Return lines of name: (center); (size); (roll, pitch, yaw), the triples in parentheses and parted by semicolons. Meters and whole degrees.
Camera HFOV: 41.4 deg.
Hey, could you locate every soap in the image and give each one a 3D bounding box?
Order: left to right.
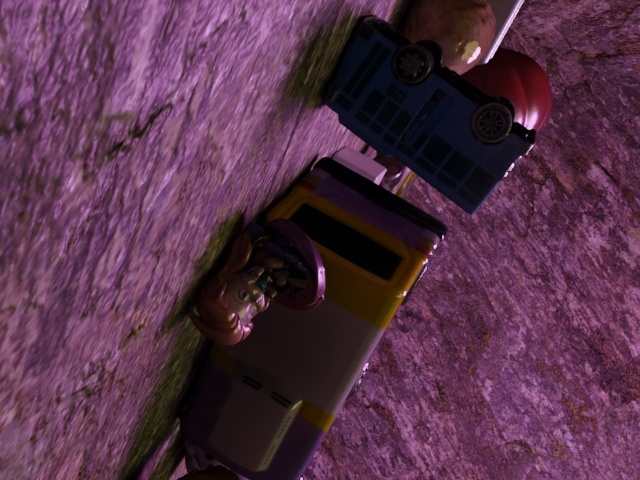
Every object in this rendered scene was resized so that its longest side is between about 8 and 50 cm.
soap: (0.287, -0.418, 1.482); (0.198, 0.119, 0.066); (-62, 171, 23)

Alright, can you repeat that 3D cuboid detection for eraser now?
eraser: (-0.001, 0.000, 1.349); (0.298, 0.076, 0.078); (-63, 172, 22)

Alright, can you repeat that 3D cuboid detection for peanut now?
peanut: (0.185, -0.305, 1.231); (0.137, 0.122, 0.253); (-19, -166, 25)

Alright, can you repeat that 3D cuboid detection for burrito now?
burrito: (0.079, -0.076, 1.500); (0.309, 0.096, 0.066); (-52, 143, -40)

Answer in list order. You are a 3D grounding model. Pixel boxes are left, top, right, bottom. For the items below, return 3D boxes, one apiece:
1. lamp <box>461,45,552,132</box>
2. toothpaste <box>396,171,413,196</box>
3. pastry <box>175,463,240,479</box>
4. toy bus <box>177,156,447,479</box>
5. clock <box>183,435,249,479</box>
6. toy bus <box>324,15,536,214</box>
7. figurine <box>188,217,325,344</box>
lamp: (0.313, -0.266, 1.711); (0.303, 0.257, 0.303); (-19, 176, -1)
toothpaste: (0.241, -0.263, 2.005); (0.327, 0.077, 0.110); (-59, 174, -9)
pastry: (-0.227, 0.435, 1.181); (0.255, 0.162, 0.311); (-51, 172, 18)
toy bus: (-0.026, 0.139, 1.183); (0.440, 0.209, 0.249); (-64, 172, 33)
clock: (-0.153, 0.353, 1.440); (0.189, 0.189, 0.254); (-57, 167, -20)
toy bus: (0.122, -0.147, 0.982); (0.133, 0.234, 0.116); (-54, 176, 23)
figurine: (-0.075, 0.049, 0.950); (0.157, 0.114, 0.126); (-32, 131, -7)
